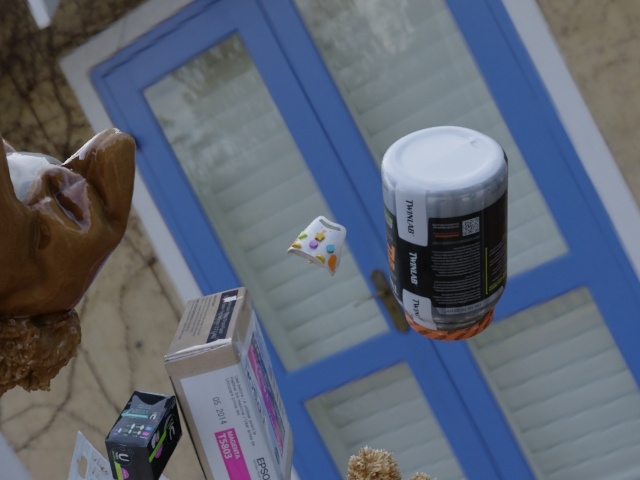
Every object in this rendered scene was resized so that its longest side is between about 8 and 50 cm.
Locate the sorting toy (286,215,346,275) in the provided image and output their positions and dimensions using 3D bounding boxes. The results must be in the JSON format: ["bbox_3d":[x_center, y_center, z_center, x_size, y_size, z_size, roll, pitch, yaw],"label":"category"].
[{"bbox_3d":[0.000,0.000,1.484,0.075,0.083,0.045,-56,-20,-24],"label":"sorting toy"}]

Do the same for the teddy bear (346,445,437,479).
[{"bbox_3d":[0.058,0.473,1.419,0.338,0.245,0.113,-46,-9,-1],"label":"teddy bear"}]

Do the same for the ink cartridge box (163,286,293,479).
[{"bbox_3d":[-0.105,0.201,1.198,0.088,0.234,0.193,-15,17,4],"label":"ink cartridge box"}]

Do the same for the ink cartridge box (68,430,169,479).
[{"bbox_3d":[-0.250,0.333,1.277,0.045,0.179,0.145,-36,-21,-40],"label":"ink cartridge box"}]

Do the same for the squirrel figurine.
[{"bbox_3d":[-0.452,0.034,1.149,0.281,0.397,0.370,12,12,29],"label":"squirrel figurine"}]

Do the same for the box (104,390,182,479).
[{"bbox_3d":[-0.194,0.217,1.075,0.052,0.062,0.083,4,34,14],"label":"box"}]

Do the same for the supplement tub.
[{"bbox_3d":[0.201,-0.005,1.549,0.194,0.316,0.193,-5,36,4],"label":"supplement tub"}]
